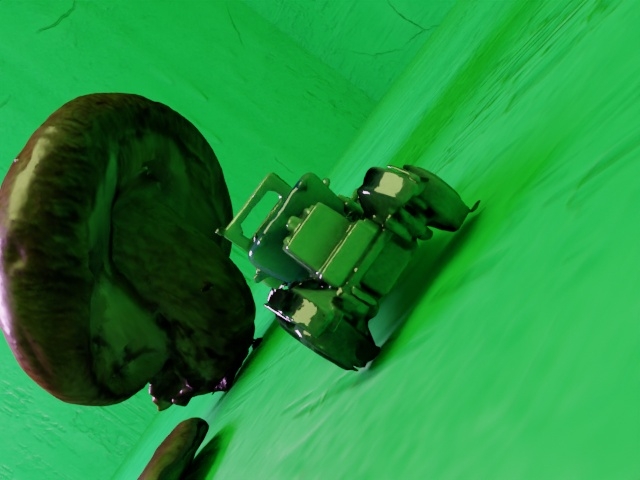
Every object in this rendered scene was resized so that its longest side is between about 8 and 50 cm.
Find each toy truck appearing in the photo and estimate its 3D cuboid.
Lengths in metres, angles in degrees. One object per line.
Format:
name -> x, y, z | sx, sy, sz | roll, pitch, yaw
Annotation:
toy truck -> 0.000, 0.000, 0.416 | 0.080, 0.078, 0.154 | -56, 4, -5

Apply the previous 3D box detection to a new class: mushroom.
mushroom -> -0.178, 0.024, 0.899 | 0.195, 0.283, 0.263 | -31, 4, 38

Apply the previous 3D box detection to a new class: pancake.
pancake -> -0.147, 0.217, 0.661 | 0.250, 0.031, 0.250 | -55, 2, 3
